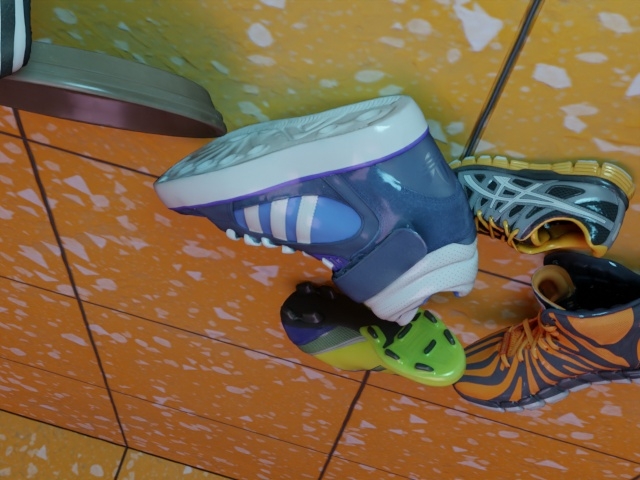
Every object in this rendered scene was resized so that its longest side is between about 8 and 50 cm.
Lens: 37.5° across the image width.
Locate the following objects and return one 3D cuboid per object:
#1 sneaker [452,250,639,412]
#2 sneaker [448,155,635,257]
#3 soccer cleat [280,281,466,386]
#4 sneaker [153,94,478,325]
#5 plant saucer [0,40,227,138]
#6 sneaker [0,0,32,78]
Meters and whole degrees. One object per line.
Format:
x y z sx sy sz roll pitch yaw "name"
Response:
0.261 0.097 1.093 0.321 0.125 0.180 -20 132 35 "sneaker"
0.189 -0.028 0.915 0.214 0.083 0.084 -1 150 34 "sneaker"
0.073 0.134 1.237 0.289 0.093 0.121 15 145 37 "soccer cleat"
0.001 0.000 0.947 0.322 0.130 0.236 -10 116 33 "sneaker"
-0.222 -0.140 0.878 0.277 0.041 0.278 10 179 0 "plant saucer"
-0.389 -0.256 0.730 0.447 0.257 0.169 47 136 14 "sneaker"
